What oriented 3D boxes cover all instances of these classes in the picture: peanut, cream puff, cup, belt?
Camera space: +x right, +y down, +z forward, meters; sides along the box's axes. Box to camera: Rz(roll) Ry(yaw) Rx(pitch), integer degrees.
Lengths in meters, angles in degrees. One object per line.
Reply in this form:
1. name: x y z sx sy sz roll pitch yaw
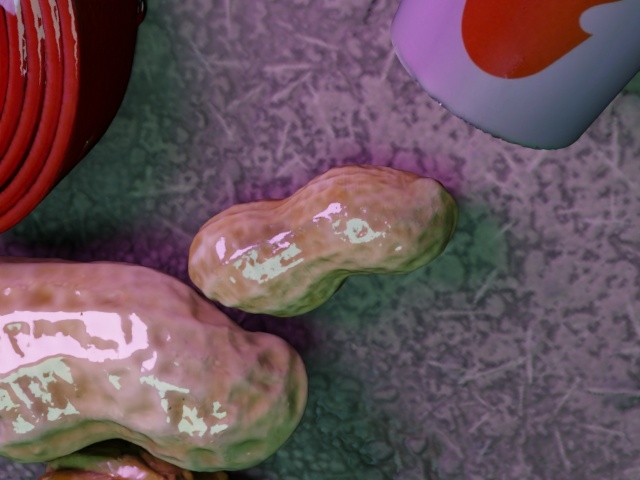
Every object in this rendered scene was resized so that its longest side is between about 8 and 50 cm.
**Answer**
1. peanut: 0.001 0.002 0.921 0.193 0.089 0.089 -18 109 24
2. cream puff: -0.136 0.226 1.046 0.189 0.129 0.189 14 129 18
3. cup: 0.161 -0.197 0.726 0.203 0.203 0.288 32 127 0
4. peanut: -0.168 0.089 0.976 0.325 0.153 0.140 10 159 14
5. belt: -0.238 -0.158 0.897 0.227 0.115 0.323 14 120 7
